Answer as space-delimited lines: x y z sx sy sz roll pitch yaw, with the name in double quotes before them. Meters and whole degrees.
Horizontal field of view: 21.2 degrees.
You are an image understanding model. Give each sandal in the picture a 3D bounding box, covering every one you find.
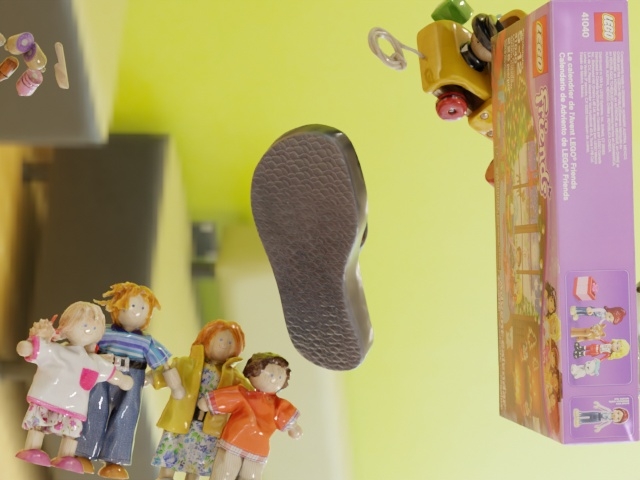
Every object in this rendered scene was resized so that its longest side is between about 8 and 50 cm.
"sandal" -0.001 0.000 1.400 0.254 0.097 0.054 87 27 -44

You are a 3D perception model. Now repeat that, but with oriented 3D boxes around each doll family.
"doll family" -0.146 0.125 1.449 0.118 0.263 0.163 0 -106 66

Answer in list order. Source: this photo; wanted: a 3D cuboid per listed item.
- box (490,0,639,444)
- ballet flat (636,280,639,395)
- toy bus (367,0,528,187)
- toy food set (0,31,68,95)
"box" 0.168 -0.012 1.204 0.201 0.057 0.293 172 -83 -84
"ballet flat" 0.267 0.068 1.402 0.213 0.072 0.068 -32 144 -72
"toy bus" 0.168 -0.148 1.484 0.191 0.104 0.202 55 32 4
"toy food set" -0.315 -0.178 1.707 0.019 0.122 0.078 -68 163 -45
